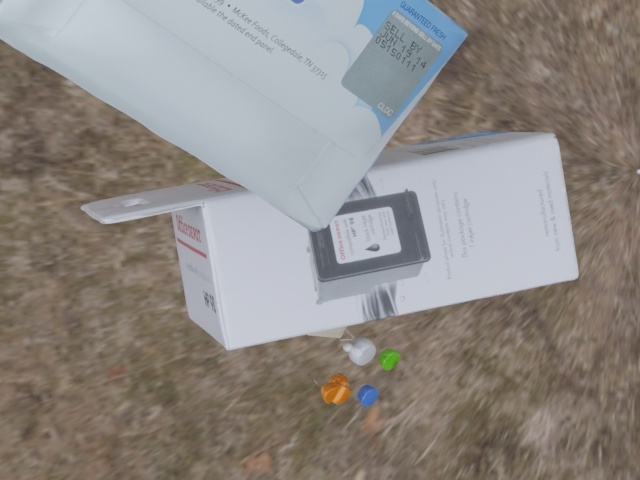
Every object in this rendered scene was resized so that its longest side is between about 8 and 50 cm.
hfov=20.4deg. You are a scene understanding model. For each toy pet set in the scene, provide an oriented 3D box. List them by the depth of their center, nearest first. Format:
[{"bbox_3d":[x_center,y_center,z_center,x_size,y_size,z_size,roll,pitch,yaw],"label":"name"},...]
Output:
[{"bbox_3d":[0.009,0.042,1.191,0.065,0.114,0.122,40,109,36],"label":"toy pet set"}]

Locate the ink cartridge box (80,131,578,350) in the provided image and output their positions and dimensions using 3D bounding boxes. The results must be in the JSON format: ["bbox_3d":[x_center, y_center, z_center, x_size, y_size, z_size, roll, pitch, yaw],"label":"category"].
[{"bbox_3d":[0.000,0.000,0.719,0.180,0.104,0.060,-11,96,-11],"label":"ink cartridge box"}]

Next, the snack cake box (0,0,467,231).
[{"bbox_3d":[-0.083,-0.124,0.637,0.089,0.152,0.264,-53,41,7],"label":"snack cake box"}]
